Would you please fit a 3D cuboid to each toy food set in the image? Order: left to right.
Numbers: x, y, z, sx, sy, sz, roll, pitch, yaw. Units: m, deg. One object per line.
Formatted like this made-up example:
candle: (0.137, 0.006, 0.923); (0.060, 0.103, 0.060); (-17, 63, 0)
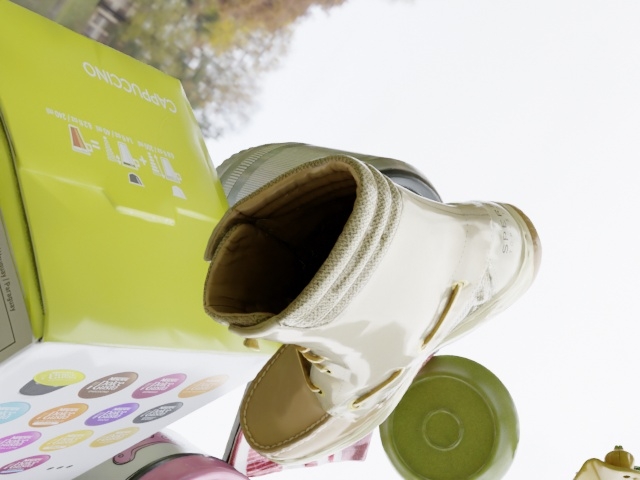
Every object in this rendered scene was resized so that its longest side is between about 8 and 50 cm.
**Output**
toy food set: (0.465, 0.394, 1.627); (0.218, 0.128, 0.071); (93, 2, -53)

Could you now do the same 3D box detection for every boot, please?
boot: (-0.008, 0.055, 0.622); (0.262, 0.203, 0.095); (-41, -121, 26)

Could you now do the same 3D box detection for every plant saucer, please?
plant saucer: (0.205, 0.309, 1.626); (0.241, 0.241, 0.037); (-51, 161, 11)

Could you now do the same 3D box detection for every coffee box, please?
coffee box: (-0.294, 0.022, 0.918); (0.334, 0.338, 0.338); (-30, -111, 22)

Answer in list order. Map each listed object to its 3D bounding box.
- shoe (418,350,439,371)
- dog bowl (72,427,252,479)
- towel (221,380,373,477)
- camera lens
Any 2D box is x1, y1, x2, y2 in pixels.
shoe: (0.139, 0.193, 1.599); (0.178, 0.063, 0.081); (13, 101, -67)
dog bowl: (-0.202, 0.432, 1.191); (0.150, 0.408, 0.408); (4, -124, 35)
towel: (-0.003, 0.269, 1.615); (0.037, 0.329, 0.237); (30, -73, 41)
camera lens: (0.000, 0.000, 1.158); (0.274, 0.219, 0.219); (17, -108, 52)
